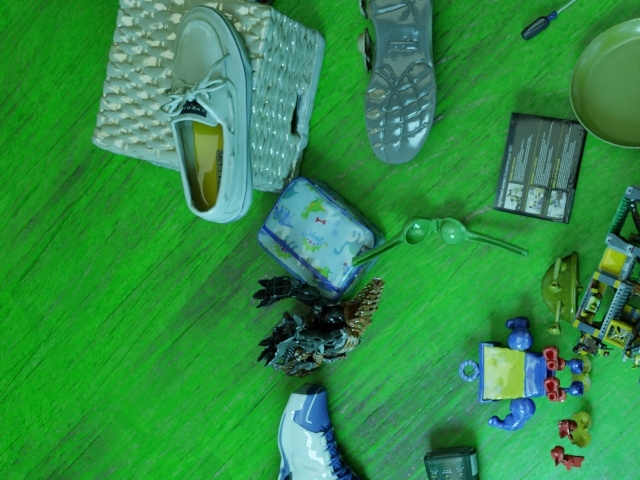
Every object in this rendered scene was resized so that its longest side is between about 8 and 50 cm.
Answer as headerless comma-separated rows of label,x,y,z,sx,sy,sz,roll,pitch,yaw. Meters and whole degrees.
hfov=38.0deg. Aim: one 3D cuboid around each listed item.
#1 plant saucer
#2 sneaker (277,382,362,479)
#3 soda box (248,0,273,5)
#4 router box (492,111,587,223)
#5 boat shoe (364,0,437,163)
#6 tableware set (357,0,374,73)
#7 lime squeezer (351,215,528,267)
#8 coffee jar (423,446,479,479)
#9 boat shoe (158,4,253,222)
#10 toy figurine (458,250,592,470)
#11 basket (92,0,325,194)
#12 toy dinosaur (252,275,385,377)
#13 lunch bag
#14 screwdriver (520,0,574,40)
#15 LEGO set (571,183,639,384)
plant saucer,0.541,-0.259,1.553,0.240,0.037,0.241,-8,70,23
sneaker,0.015,0.432,1.743,0.182,0.127,0.316,10,100,16
soda box,-0.188,-0.525,1.833,0.210,0.071,0.067,39,102,16
router box,0.387,-0.128,1.634,0.133,0.046,0.179,12,94,20
boat shoe,0.156,-0.317,1.680,0.132,0.130,0.356,8,111,11
tableware set,0.088,-0.391,1.694,0.020,0.141,0.169,2,92,12
lime squeezer,0.212,-0.006,1.671,0.310,0.110,0.059,-3,114,5
coffee jar,0.247,0.469,1.670,0.096,0.079,0.185,-10,86,18
boat shoe,-0.198,-0.211,1.513,0.135,0.156,0.367,-3,89,18
toy figurine,0.330,0.200,1.588,0.217,0.191,0.363,-2,86,32
basket,-0.202,-0.278,1.739,0.331,0.266,0.329,13,94,18
toy dinosaur,-0.001,0.148,1.686,0.322,0.218,0.164,-57,35,23
lunch bag,0.000,0.000,1.758,0.219,0.090,0.176,42,106,16
screwdriver,0.426,-0.409,1.631,0.170,0.025,0.024,-36,78,17
LEGO set,0.556,0.069,1.464,0.192,0.255,0.331,26,92,35
